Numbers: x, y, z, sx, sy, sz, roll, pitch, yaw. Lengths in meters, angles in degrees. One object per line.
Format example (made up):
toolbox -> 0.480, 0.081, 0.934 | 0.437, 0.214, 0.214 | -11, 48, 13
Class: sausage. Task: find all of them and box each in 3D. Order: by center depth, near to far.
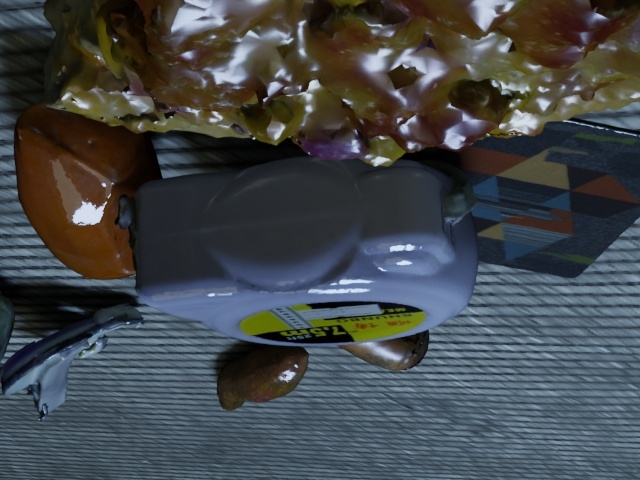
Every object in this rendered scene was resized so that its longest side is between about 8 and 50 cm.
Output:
sausage -> -0.137, -0.031, 0.763 | 0.089, 0.089, 0.179 | 7, 160, 1

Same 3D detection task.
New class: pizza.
pizza -> 0.035, -0.111, 0.512 | 0.408, 0.114, 0.278 | -5, 159, 21

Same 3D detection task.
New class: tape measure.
tape measure -> -0.002, 0.001, 0.763 | 0.196, 0.105, 0.178 | -7, 163, 8

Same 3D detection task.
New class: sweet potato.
sweet potato -> -0.065, 0.129, 1.160 | 0.050, 0.050, 0.214 | 16, 159, -18

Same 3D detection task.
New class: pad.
pad -> 0.132, -0.024, 0.798 | 0.142, 0.003, 0.211 | 10, 156, -6

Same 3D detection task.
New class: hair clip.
hair clip -> -0.221, 0.105, 1.089 | 0.116, 0.049, 0.172 | -32, 173, -32

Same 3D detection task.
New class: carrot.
carrot -> 0.009, 0.053, 0.958 | 0.161, 0.055, 0.055 | 24, 152, -18

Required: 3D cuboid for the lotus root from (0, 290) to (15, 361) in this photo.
lotus root -> -0.297, 0.075, 1.057 | 0.088, 0.088, 0.165 | 11, 163, -8
